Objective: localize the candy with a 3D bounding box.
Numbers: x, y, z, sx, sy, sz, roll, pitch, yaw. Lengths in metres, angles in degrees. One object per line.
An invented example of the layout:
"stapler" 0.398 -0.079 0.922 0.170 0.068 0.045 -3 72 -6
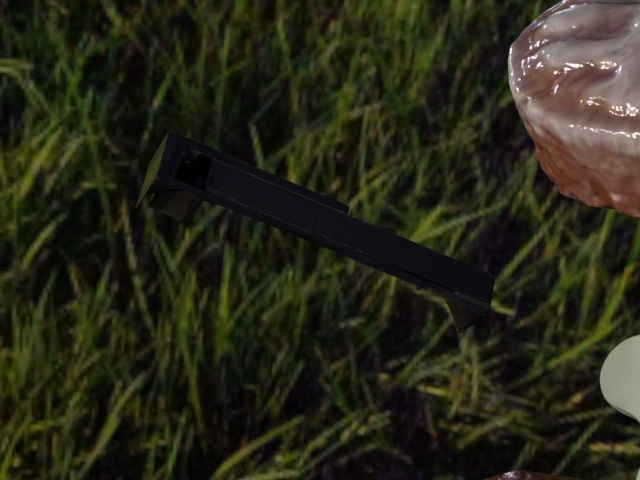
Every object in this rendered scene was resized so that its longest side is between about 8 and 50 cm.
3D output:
"candy" 0.288 -0.110 0.953 0.289 0.157 0.214 9 48 36

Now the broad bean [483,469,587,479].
"broad bean" 0.145 0.195 0.724 0.165 0.084 0.114 33 67 25

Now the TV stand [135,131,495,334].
"TV stand" 0.000 0.000 0.885 0.256 0.049 0.040 23 56 -16

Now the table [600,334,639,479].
"table" 0.239 0.101 0.658 0.166 0.166 0.198 2 44 -11
